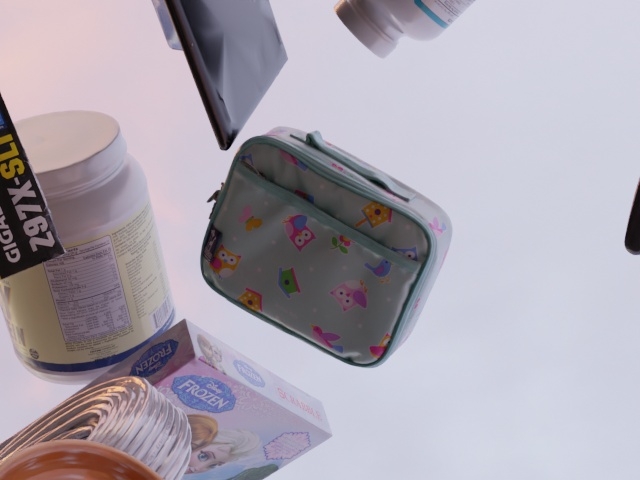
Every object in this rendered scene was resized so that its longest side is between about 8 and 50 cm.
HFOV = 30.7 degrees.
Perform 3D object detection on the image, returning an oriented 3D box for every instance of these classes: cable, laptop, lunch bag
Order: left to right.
[{"bbox_3d":[-0.234,0.229,1.075,0.089,0.257,0.257,57,-28,-13],"label":"cable"},{"bbox_3d":[-0.214,-0.350,1.430,0.236,0.408,0.382,-9,-61,20],"label":"laptop"},{"bbox_3d":[0.000,0.000,1.359,0.279,0.108,0.224,28,-63,12],"label":"lunch bag"}]

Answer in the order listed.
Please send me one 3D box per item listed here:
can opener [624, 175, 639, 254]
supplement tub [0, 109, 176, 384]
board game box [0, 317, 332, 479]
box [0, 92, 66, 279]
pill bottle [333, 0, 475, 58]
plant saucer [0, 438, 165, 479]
[{"bbox_3d":[0.302,-0.076,1.019,0.073,0.059,0.186,22,-83,21],"label":"can opener"},{"bbox_3d":[-0.339,0.009,1.603,0.235,0.235,0.324,19,-51,39],"label":"supplement tub"},{"bbox_3d":[-0.198,0.265,1.545,0.318,0.319,0.066,-35,-130,16],"label":"board game box"},{"bbox_3d":[-0.362,-0.097,1.169,0.322,0.079,0.257,6,-63,67],"label":"box"},{"bbox_3d":[0.139,-0.345,1.418,0.264,0.146,0.146,-43,-122,16],"label":"pill bottle"},{"bbox_3d":[-0.150,0.225,0.733,0.037,0.200,0.200,-32,-118,36],"label":"plant saucer"}]
